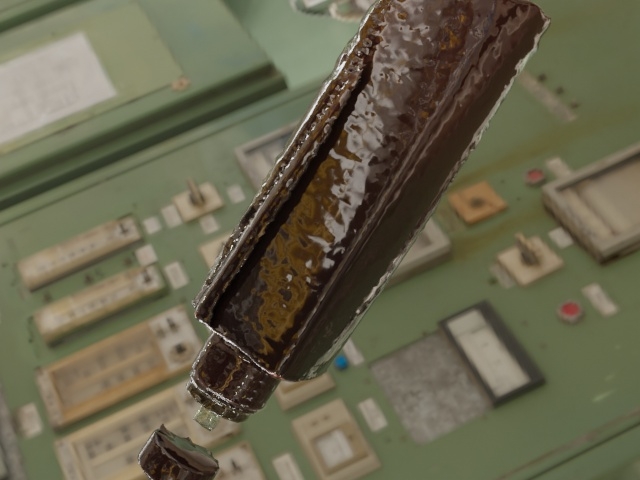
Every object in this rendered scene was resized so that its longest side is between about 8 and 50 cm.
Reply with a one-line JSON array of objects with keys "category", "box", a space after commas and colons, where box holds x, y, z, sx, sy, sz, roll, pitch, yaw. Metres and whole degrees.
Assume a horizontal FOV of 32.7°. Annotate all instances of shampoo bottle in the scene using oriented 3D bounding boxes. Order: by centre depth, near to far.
[{"category": "shampoo bottle", "box": [-0.001, -0.001, 0.433, 0.067, 0.236, 0.068, 35, -171, 15]}]
